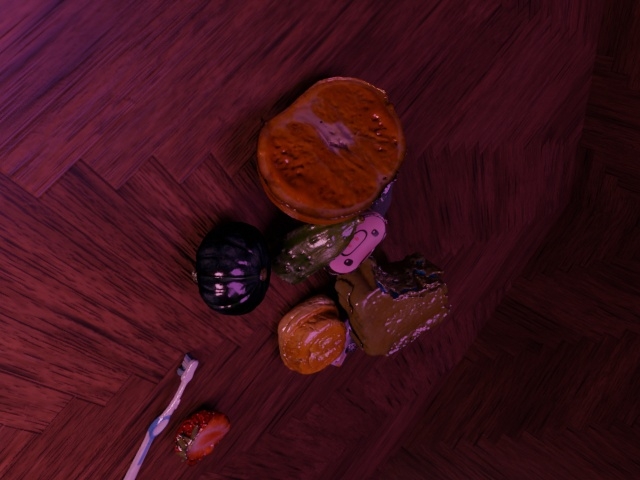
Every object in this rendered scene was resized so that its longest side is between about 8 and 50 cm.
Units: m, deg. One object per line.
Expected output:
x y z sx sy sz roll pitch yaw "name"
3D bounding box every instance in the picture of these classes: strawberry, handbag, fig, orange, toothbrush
-0.293 0.478 1.191 0.146 0.082 0.187 -57 153 6 "strawberry"
0.052 -0.014 1.195 0.205 0.116 0.179 -50 141 6 "handbag"
0.172 0.048 1.447 0.093 0.093 0.166 -20 133 -43 "fig"
0.016 -0.169 0.940 0.310 0.274 0.274 -57 158 -56 "orange"
-0.373 0.432 1.087 0.040 0.040 0.386 18 101 -56 "toothbrush"

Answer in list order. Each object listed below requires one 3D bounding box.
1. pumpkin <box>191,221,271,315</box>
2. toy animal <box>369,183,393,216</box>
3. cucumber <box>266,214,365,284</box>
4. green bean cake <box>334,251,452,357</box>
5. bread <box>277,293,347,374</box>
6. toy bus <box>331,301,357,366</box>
-0.171 0.056 0.960 0.194 0.150 0.194 -45 154 -30 "pumpkin"
0.141 -0.075 1.352 0.079 0.070 0.253 11 124 -19 "toy animal"
-0.002 -0.001 1.051 0.244 0.134 0.134 -29 161 33 "cucumber"
0.197 0.137 1.339 0.310 0.202 0.285 -25 129 -13 "green bean cake"
-0.025 0.270 1.335 0.198 0.120 0.236 -26 132 -26 "bread"
0.085 0.260 1.503 0.112 0.090 0.274 33 87 -49 "toy bus"
